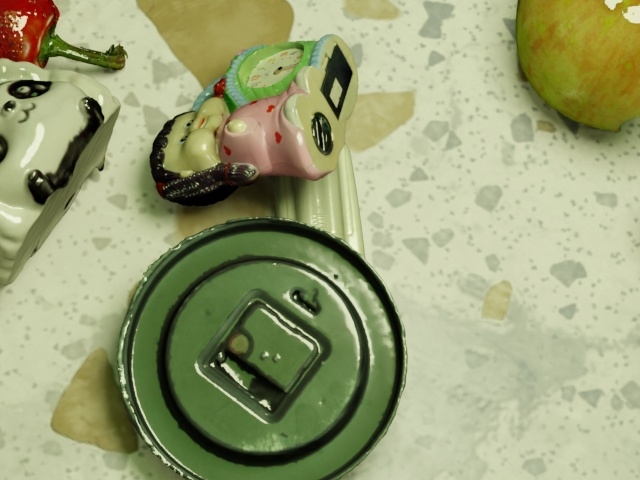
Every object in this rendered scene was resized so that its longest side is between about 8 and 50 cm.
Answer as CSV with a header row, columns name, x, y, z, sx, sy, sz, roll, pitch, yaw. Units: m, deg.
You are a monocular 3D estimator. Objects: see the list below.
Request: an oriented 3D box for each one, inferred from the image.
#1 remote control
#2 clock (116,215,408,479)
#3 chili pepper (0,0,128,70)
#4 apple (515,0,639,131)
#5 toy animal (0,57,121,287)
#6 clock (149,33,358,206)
name,x,y,z,sx,sy,sz,roll,pitch,yaw
remote control,0.000,0.001,1.595,0.090,0.049,0.230,-3,70,-6
clock,-0.056,0.115,1.513,0.281,0.055,0.280,0,77,-1
chili pepper,-0.390,-0.233,1.601,0.388,0.110,0.110,14,67,-5
apple,0.325,-0.230,1.642,0.246,0.226,0.246,7,59,-11
toy animal,-0.306,-0.079,1.505,0.156,0.204,0.208,29,60,0
clock,-0.070,-0.120,1.581,0.195,0.100,0.194,-13,38,26
